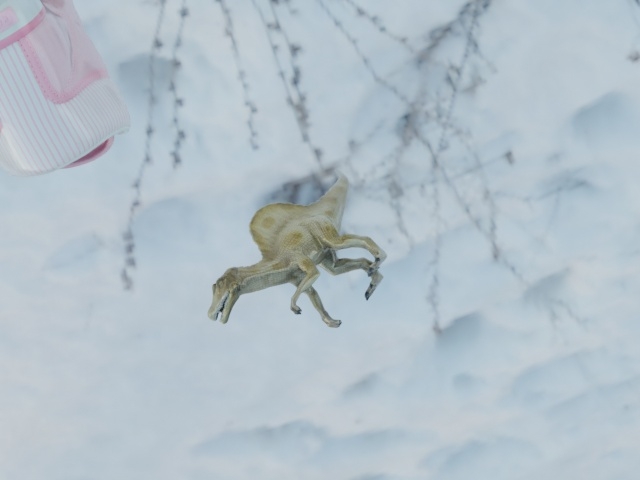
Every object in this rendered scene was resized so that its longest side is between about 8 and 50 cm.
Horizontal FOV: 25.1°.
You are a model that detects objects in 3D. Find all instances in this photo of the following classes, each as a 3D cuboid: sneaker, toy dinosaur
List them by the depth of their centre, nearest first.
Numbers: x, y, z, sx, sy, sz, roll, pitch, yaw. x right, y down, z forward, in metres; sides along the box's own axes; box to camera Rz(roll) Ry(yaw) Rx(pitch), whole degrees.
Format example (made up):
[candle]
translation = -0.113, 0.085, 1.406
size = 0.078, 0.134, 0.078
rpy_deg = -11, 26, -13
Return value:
[sneaker]
translation = -0.101, -0.062, 0.493
size = 0.051, 0.134, 0.070
rpy_deg = -28, 114, 1
[toy dinosaur]
translation = 0.000, 0.000, 0.964
size = 0.183, 0.092, 0.053
rpy_deg = -45, 163, -42
